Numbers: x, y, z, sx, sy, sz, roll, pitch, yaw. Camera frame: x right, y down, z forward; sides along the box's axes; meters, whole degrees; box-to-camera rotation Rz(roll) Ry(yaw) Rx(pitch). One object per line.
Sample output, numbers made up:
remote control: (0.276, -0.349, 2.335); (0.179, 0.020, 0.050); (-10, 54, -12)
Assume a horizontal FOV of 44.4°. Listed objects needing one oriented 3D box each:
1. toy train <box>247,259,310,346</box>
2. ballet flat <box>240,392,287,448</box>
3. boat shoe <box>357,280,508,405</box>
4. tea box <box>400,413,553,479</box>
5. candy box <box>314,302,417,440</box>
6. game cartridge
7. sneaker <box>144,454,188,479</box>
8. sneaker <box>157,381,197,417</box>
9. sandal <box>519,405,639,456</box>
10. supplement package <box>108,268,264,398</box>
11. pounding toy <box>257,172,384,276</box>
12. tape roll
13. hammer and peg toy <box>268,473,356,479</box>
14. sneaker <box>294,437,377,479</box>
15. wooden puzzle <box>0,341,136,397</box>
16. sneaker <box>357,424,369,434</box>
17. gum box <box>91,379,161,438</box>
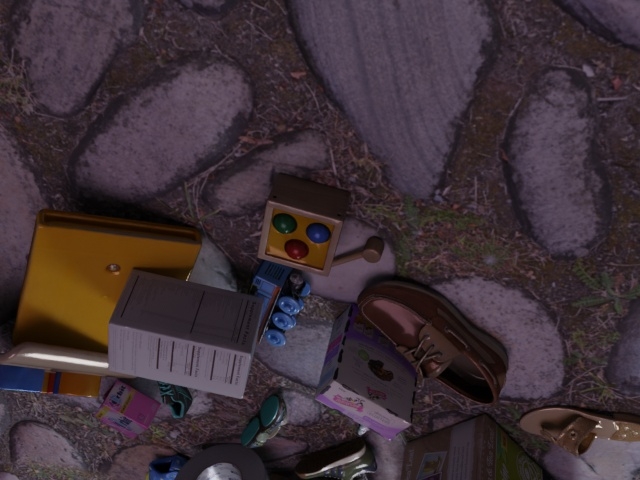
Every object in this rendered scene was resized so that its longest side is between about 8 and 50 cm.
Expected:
toy train: (-0.088, 0.118, 1.453); (0.105, 0.080, 0.184); (27, 132, 4)
ballet flat: (-0.107, 0.388, 1.693); (0.070, 0.070, 0.188); (31, 131, -11)
boat shoe: (0.207, 0.185, 1.404); (0.324, 0.116, 0.123); (31, 129, -11)
tea box: (0.327, 0.594, 1.567); (0.220, 0.329, 0.323); (-31, 116, 33)
candy box: (0.091, 0.236, 1.422); (0.164, 0.196, 0.070); (32, 129, -12)
game cartridge: (-0.399, 0.089, 1.445); (0.285, 0.053, 0.324); (8, 132, -25)
sneaker: (-0.312, 0.585, 1.876); (0.240, 0.091, 0.126); (9, 129, 8)
sneaker: (-0.316, 0.310, 1.662); (0.065, 0.076, 0.166); (-13, 124, 22)
sandal: (0.506, 0.378, 1.511); (0.240, 0.079, 0.088); (-1, 128, 15)
supplement package: (-0.236, 0.166, 1.385); (0.244, 0.139, 0.134); (13, 132, -1)
pounding toy: (0.004, 0.008, 1.326); (0.206, 0.094, 0.181); (16, 130, 2)
tape roll: (-0.220, 0.563, 1.750); (0.219, 0.219, 0.072); (-3, 128, 16)
hammer and peg toy: (-0.001, 0.709, 1.876); (0.265, 0.127, 0.361); (-1, 128, 12)
sneaker: (0.040, 0.507, 1.740); (0.192, 0.064, 0.086); (-27, 113, 27)
wooden puzzle: (-0.584, 0.266, 1.556); (0.347, 0.081, 0.322); (-9, 162, 31)
sneaker: (0.120, 0.381, 1.636); (0.069, 0.038, 0.098); (20, 131, -1)
gum box: (-0.428, 0.372, 1.715); (0.107, 0.062, 0.188); (32, 150, -10)
